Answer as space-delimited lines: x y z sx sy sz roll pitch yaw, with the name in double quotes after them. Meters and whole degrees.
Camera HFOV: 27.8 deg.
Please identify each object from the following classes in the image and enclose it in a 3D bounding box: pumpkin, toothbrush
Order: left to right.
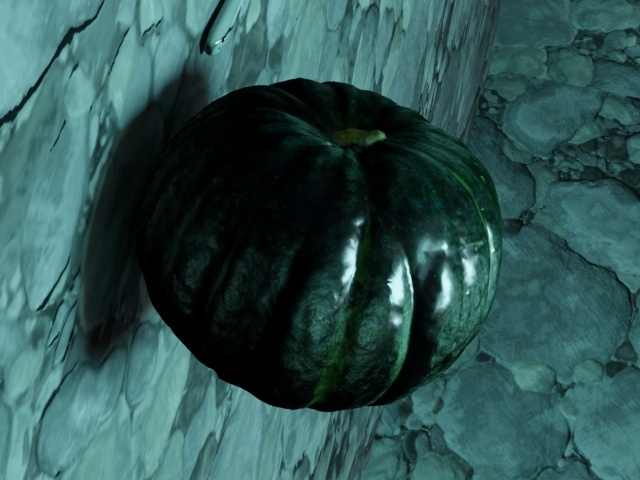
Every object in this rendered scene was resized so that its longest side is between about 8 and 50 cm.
-0.037 -0.194 0.870 0.017 0.022 0.204 116 -4 -53 "toothbrush"
0.000 0.000 0.762 0.220 0.221 0.161 -57 168 -63 "pumpkin"
